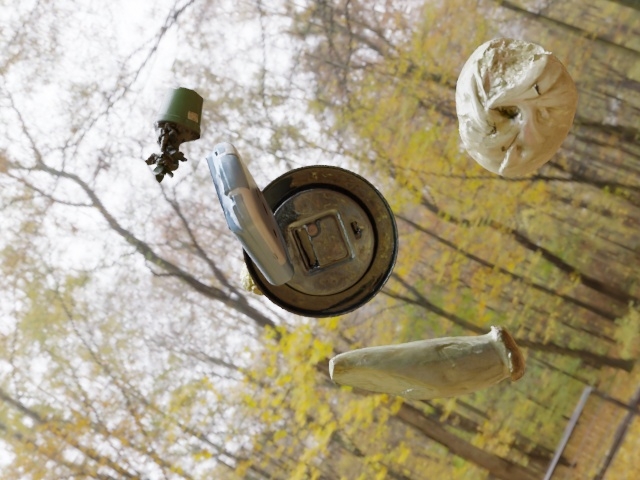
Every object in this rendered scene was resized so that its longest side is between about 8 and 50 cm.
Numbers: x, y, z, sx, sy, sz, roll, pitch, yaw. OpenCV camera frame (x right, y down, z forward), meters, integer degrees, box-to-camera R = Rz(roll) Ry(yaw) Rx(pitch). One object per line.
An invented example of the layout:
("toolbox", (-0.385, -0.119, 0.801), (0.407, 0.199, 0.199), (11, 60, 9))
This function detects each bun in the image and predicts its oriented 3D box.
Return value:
("bun", (0.321, -0.230, 1.356), (0.116, 0.210, 0.237), (-9, -101, -64))

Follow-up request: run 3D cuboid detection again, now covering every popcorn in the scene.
("popcorn", (-0.086, 0.053, 1.369), (0.097, 0.109, 0.089), (1, -58, -26))

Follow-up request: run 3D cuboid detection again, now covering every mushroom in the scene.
("mushroom", (0.186, 0.218, 1.374), (0.087, 0.333, 0.107), (92, 167, -52))

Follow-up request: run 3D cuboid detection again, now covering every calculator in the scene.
("calculator", (-0.079, -0.027, 0.940), (0.039, 0.121, 0.210), (-22, -29, 3))

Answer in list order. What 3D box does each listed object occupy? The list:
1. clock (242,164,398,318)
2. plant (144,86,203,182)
("clock", (0.000, 0.000, 1.115), (0.042, 0.215, 0.214), (-82, 14, -80))
("plant", (-0.148, -0.103, 0.818), (0.051, 0.051, 0.102), (62, -143, -67))
